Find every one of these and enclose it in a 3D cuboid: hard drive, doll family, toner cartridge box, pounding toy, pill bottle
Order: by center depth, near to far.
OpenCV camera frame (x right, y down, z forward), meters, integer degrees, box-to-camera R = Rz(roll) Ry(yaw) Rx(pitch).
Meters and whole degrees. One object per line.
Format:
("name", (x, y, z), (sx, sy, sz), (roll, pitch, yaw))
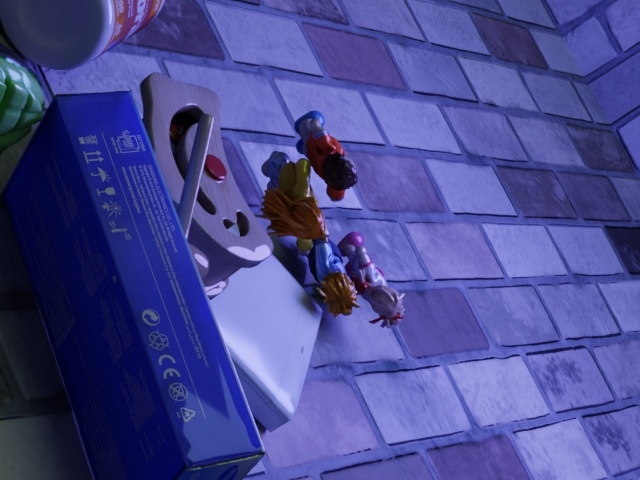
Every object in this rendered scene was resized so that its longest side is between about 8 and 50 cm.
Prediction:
("toner cartridge box", (-0.164, 0.062, 1.522), (0.075, 0.165, 0.347), (-8, 64, -31))
("pounding toy", (-0.103, -0.051, 1.689), (0.154, 0.155, 0.269), (31, 35, -35))
("hard drive", (-0.122, 0.022, 1.802), (0.307, 0.040, 0.203), (48, 27, -19))
("pill bottle", (-0.227, -0.256, 1.841), (0.121, 0.121, 0.216), (53, 26, -7))
("doll family", (0.000, 0.000, 1.941), (0.163, 0.118, 0.263), (-122, -171, -61))

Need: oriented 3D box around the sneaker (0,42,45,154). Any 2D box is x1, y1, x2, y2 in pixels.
("sneaker", (-0.398, -0.190, 1.396), (0.483, 0.185, 0.202), (28, 41, -47))
